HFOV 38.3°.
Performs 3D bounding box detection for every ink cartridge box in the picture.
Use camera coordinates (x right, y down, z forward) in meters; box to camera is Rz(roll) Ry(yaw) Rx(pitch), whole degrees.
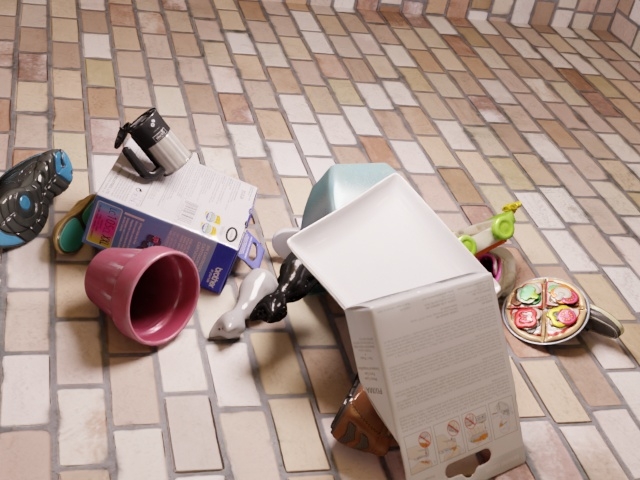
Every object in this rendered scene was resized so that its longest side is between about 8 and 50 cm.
[{"bbox_3d":[0.228,0.277,1.757,0.308,0.385,0.091,-13,3,-33],"label":"ink cartridge box"},{"bbox_3d":[-0.307,-0.050,2.120,0.395,0.151,0.270,21,36,-6],"label":"ink cartridge box"}]

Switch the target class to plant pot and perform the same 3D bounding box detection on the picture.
[{"bbox_3d":[0.090,-0.037,2.098,0.247,0.248,0.252,-3,71,-22],"label":"plant pot"},{"bbox_3d":[-0.382,0.097,1.907,0.180,0.201,0.201,17,31,35],"label":"plant pot"}]

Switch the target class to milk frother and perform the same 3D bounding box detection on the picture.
[{"bbox_3d":[-0.384,-0.213,2.078,0.129,0.135,0.143,-40,23,-5],"label":"milk frother"}]

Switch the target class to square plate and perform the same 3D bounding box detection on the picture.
[{"bbox_3d":[0.151,0.061,1.896,0.347,0.049,0.344,-33,76,-35],"label":"square plate"}]

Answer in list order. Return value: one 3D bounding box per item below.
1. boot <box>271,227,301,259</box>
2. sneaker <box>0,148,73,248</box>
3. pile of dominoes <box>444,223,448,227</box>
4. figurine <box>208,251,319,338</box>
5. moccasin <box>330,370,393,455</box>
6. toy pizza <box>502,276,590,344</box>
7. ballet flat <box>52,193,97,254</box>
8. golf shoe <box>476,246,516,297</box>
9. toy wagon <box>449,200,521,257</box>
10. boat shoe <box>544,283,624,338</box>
[{"bbox_3d":[0.000,0.000,2.261,0.258,0.095,0.123,12,27,-16],"label":"boot"},{"bbox_3d":[-0.708,-0.090,2.158,0.139,0.125,0.341,-7,31,21],"label":"sneaker"},{"bbox_3d":[0.187,-0.055,2.290,0.196,0.040,0.251,29,-12,-26],"label":"pile of dominoes"},{"bbox_3d":[-0.123,0.127,1.954,0.092,0.215,0.209,55,39,-13],"label":"figurine"},{"bbox_3d":[0.150,0.279,1.846,0.147,0.139,0.380,29,32,4],"label":"moccasin"},{"bbox_3d":[0.527,0.158,2.161,0.201,0.032,0.201,-10,45,10],"label":"toy pizza"},{"bbox_3d":[-0.574,-0.031,2.142,0.073,0.080,0.232,-8,25,20],"label":"ballet flat"},{"bbox_3d":[0.414,0.075,2.227,0.115,0.140,0.306,21,33,16],"label":"golf shoe"},{"bbox_3d":[0.356,-0.002,2.219,0.344,0.068,0.267,-24,4,-25],"label":"toy wagon"},{"bbox_3d":[0.606,0.183,2.191,0.223,0.080,0.073,30,64,31],"label":"boat shoe"}]
